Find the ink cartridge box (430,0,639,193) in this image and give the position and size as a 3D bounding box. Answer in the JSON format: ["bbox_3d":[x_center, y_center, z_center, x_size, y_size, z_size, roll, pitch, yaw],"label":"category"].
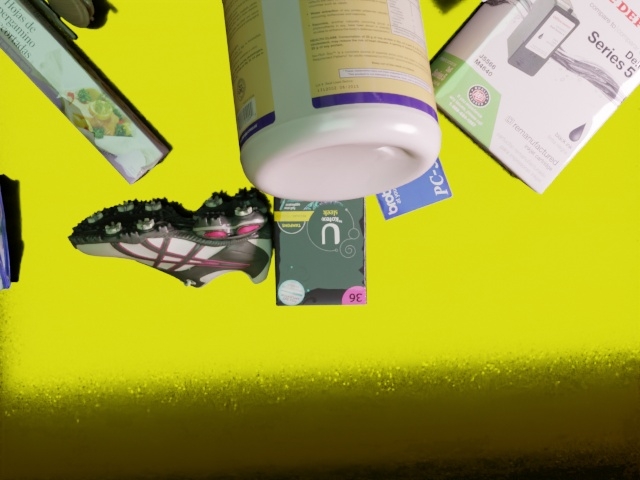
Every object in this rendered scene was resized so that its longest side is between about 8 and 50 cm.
[{"bbox_3d":[0.288,-0.231,1.668,0.198,0.115,0.273,39,96,-15],"label":"ink cartridge box"}]

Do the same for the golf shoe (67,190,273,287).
[{"bbox_3d":[-0.198,0.012,1.725,0.273,0.105,0.120,-3,116,9],"label":"golf shoe"}]

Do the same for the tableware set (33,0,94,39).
[{"bbox_3d":[-0.359,-0.354,1.676,0.194,0.128,0.039,45,67,-6],"label":"tableware set"}]

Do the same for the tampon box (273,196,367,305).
[{"bbox_3d":[0.000,0.000,1.720,0.120,0.101,0.161,-2,98,1],"label":"tampon box"}]

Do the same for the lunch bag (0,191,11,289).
[{"bbox_3d":[-0.484,0.001,1.732,0.129,0.096,0.151,-4,112,-2],"label":"lunch bag"}]

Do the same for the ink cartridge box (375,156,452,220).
[{"bbox_3d":[0.095,-0.140,1.729,0.097,0.046,0.207,-20,97,4],"label":"ink cartridge box"}]

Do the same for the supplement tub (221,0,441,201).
[{"bbox_3d":[0.007,-0.236,1.578,0.241,0.241,0.331,-7,73,1],"label":"supplement tub"}]

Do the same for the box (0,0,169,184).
[{"bbox_3d":[-0.332,-0.211,1.712,0.063,0.067,0.324,-43,95,5],"label":"box"}]
